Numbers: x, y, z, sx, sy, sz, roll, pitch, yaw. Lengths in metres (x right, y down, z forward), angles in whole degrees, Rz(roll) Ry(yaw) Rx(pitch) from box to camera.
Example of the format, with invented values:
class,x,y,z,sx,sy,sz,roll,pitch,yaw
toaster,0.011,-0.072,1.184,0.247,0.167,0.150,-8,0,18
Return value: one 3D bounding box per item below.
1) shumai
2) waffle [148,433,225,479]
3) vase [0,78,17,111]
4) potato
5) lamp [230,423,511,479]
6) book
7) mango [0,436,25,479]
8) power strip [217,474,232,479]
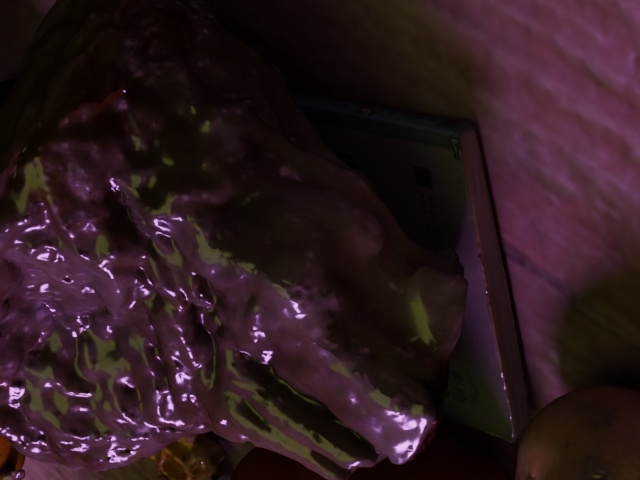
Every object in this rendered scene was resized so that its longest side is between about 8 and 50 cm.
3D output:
class,x,y,z,sx,sy,sz,roll,pitch,yaw
shumai,-0.054,0.010,0.905,0.283,0.217,0.346,12,124,5
waffle,-0.153,0.138,1.241,0.161,0.046,0.192,-19,107,51
vase,-0.289,0.032,1.054,0.173,0.321,0.173,29,139,29
potato,0.166,0.140,0.839,0.147,0.112,0.112,-3,119,57
lamp,0.031,0.213,0.969,0.223,0.223,0.196,61,-174,-15
book,0.000,0.000,0.965,0.283,0.025,0.214,14,129,43
mango,-0.377,0.143,1.432,0.317,0.119,0.176,25,146,39
power strip,0.073,0.274,1.098,0.385,0.062,0.091,32,141,24
